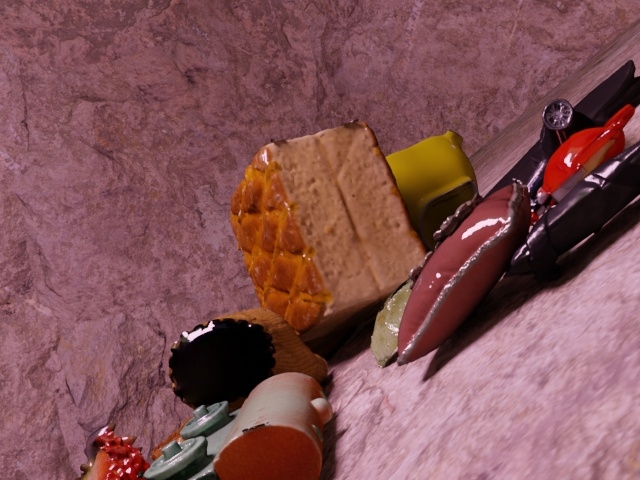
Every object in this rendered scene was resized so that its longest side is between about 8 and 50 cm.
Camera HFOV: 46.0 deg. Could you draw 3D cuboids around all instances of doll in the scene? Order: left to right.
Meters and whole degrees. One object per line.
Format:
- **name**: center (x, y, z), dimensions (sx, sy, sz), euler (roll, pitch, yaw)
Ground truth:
- **doll**: center (0.274, -0.075, 0.830), dimensions (0.169, 0.057, 0.109), euler (-47, -6, 37)

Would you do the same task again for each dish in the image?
- **dish**: center (0.202, -0.061, 1.340), dimensions (0.262, 0.221, 0.108), euler (-33, 37, -21)

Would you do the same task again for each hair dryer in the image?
- **hair dryer**: center (0.254, -0.065, 0.919), dimensions (0.219, 0.075, 0.195), euler (-56, -23, 10)

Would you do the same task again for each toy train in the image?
- **toy train**: center (-0.065, 0.211, 0.764), dimensions (0.177, 0.116, 0.285), euler (-30, -1, 1)

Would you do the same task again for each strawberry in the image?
- **strawberry**: center (-0.319, 0.444, 1.124), dimensions (0.234, 0.137, 0.306), euler (-61, 21, 13)

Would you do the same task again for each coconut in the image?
- **coconut**: center (0.118, 0.071, 0.892), dimensions (0.133, 0.055, 0.158), euler (-44, 0, 43)

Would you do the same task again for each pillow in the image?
- **pillow**: center (0.136, 0.025, 0.731), dimensions (0.179, 0.075, 0.171), euler (-59, -10, 21)

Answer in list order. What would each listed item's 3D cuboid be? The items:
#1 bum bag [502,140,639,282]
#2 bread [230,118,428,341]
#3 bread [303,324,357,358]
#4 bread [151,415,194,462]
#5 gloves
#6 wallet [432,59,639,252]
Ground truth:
- **bum bag**: center (0.232, -0.027, 0.625), dimensions (0.197, 0.049, 0.087), euler (-43, -24, 17)
- **bread**: center (0.000, 0.000, 1.201), dimensions (0.207, 0.279, 0.279), euler (-16, -11, -26)
- **bread**: center (-0.004, 0.169, 1.350), dimensions (0.200, 0.077, 0.116), euler (-40, -3, -39)
- **bread**: center (-0.210, 0.357, 1.398), dimensions (0.233, 0.076, 0.105), euler (-35, 13, 11)
- **gloves**: center (-0.100, 0.175, 1.051), dimensions (0.203, 0.156, 0.356), euler (-20, -22, 0)
- **wallet**: center (0.319, -0.107, 1.102), dimensions (0.377, 0.051, 0.197), euler (-44, -1, -14)
